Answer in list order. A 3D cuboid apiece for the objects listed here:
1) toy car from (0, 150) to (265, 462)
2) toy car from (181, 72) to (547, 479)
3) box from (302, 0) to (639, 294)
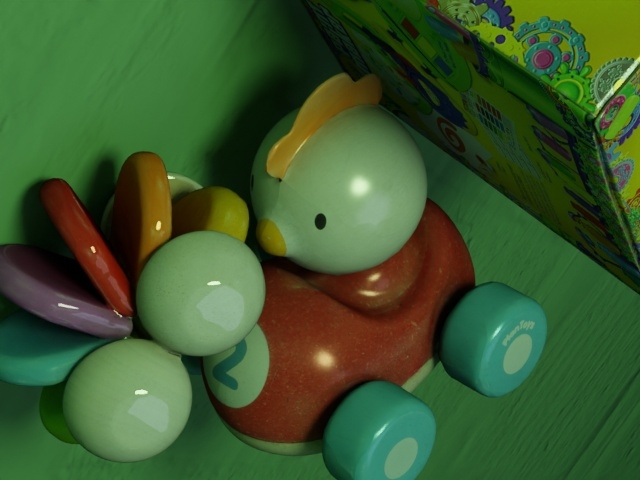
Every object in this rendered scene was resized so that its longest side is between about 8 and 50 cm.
[{"bbox_3d":[-0.129,0.030,0.973,0.136,0.159,0.182,31,98,-29],"label":"toy car"},{"bbox_3d":[0.000,0.000,1.061,0.210,0.219,0.238,-38,136,-25],"label":"toy car"},{"bbox_3d":[0.131,-0.147,0.988,0.177,0.279,0.290,-49,154,-5],"label":"box"}]
